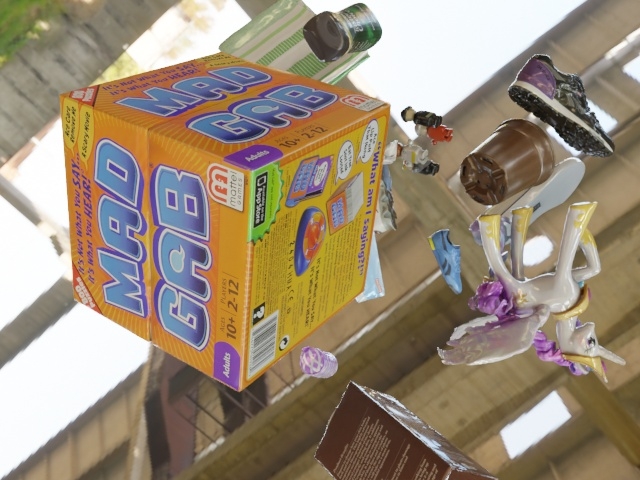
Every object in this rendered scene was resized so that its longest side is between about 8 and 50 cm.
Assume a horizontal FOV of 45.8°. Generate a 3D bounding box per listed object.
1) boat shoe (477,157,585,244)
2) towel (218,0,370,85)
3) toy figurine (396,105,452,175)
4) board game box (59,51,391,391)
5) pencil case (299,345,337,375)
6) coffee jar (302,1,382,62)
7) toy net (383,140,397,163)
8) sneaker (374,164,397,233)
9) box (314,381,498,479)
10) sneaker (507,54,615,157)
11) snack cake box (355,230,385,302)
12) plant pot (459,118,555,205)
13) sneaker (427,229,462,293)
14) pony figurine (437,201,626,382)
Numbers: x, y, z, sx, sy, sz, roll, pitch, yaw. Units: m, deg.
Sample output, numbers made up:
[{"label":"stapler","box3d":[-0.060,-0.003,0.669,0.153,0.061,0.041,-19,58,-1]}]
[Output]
[{"label":"boat shoe","box3d":[0.617,-0.143,2.281,0.367,0.136,0.156,-40,-133,-5]},{"label":"towel","box3d":[-0.068,-0.467,1.850,0.248,0.038,0.325,-40,-121,-9]},{"label":"toy figurine","box3d":[0.345,-0.345,2.639,0.148,0.213,0.210,20,-92,29]},{"label":"board game box","box3d":[-0.146,-0.057,1.207,0.356,0.357,0.356,23,-147,27]},{"label":"pencil case","box3d":[-0.004,0.367,2.283,0.086,0.088,0.206,-19,165,6]},{"label":"coffee jar","box3d":[0.045,-0.415,1.507,0.079,0.096,0.184,-33,-178,39]},{"label":"toy net","box3d":[0.104,-0.157,1.763,0.232,0.045,0.122,-35,175,-32]},{"label":"sneaker","box3d":[0.166,-0.174,2.574,0.146,0.122,0.331,-15,-120,21]},{"label":"box","box3d":[0.156,0.457,1.524,0.381,0.143,0.191,29,-86,58]},{"label":"sneaker","box3d":[0.562,-0.302,1.677,0.124,0.283,0.107,-56,-168,-9]},{"label":"snack cake box","box3d":[0.107,0.030,2.231,0.089,0.265,0.152,-14,-161,-9]},{"label":"plant pot","box3d":[0.405,-0.166,1.684,0.165,0.167,0.167,-31,-168,-35]},{"label":"sneaker","box3d":[0.416,0.065,2.407,0.082,0.209,0.069,-24,168,17]},{"label":"pony figurine","box3d":[0.413,0.119,1.525,0.350,0.364,0.303,-7,-174,16]}]
